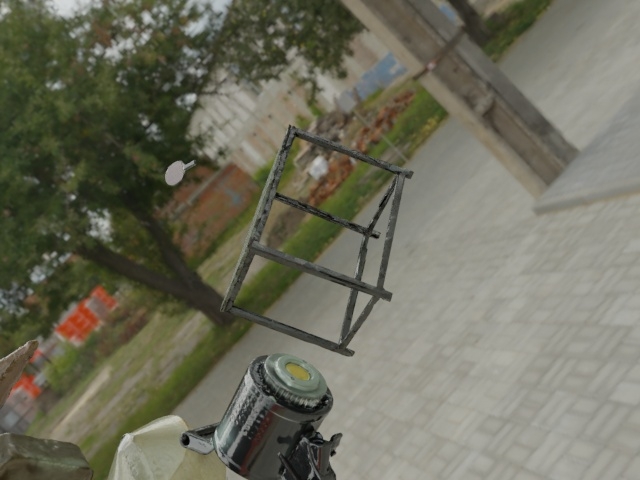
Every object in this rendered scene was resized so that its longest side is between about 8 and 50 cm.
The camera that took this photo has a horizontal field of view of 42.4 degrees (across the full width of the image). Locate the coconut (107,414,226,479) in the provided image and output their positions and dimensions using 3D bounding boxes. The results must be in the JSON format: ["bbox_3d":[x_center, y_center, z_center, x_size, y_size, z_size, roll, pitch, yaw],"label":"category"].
[{"bbox_3d":[-0.403,0.608,2.112,0.323,0.323,0.323,-44,8,8],"label":"coconut"}]

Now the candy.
[{"bbox_3d":[-0.588,0.470,1.705,0.102,0.234,0.104,-54,48,6],"label":"candy"}]

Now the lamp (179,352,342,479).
[{"bbox_3d":[-0.109,0.380,1.817,0.205,0.374,0.272,-1,-75,-54],"label":"lamp"}]

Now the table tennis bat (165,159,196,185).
[{"bbox_3d":[-0.287,-0.143,1.693,0.083,0.050,0.007,-25,-28,27],"label":"table tennis bat"}]

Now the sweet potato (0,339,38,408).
[{"bbox_3d":[-0.356,0.191,0.818,0.226,0.068,0.068,-43,7,-11],"label":"sweet potato"}]

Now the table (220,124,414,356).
[{"bbox_3d":[0.000,0.000,1.597,0.222,0.272,0.335,117,171,-48],"label":"table"}]
